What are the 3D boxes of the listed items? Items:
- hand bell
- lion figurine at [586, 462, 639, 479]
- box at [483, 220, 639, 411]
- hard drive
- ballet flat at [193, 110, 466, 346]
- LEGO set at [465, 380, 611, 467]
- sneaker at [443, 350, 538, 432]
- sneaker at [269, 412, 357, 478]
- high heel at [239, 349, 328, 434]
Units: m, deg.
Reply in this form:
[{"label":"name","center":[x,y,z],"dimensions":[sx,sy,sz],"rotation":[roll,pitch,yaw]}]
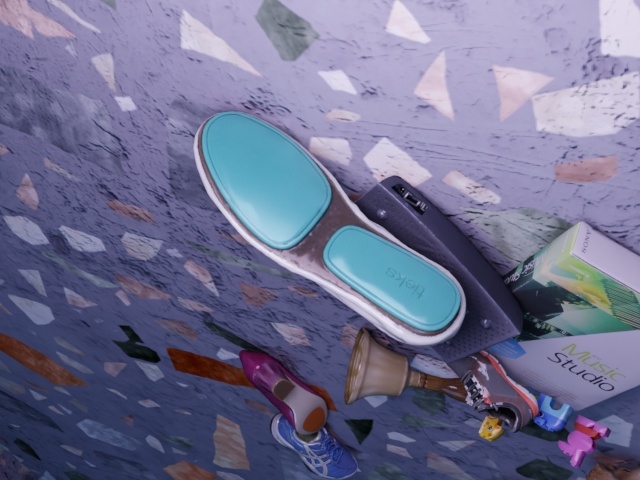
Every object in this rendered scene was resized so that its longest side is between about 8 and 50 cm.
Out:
[{"label":"hand bell","center":[0.169,0.227,1.449],"dimensions":[0.242,0.126,0.126],"rotation":[14,148,-4]},{"label":"lion figurine","center":[0.564,0.549,1.517],"dimensions":[0.392,0.142,0.240],"rotation":[62,174,-35]},{"label":"box","center":[0.337,0.113,1.188],"dimensions":[0.232,0.058,0.322],"rotation":[29,148,-7]},{"label":"hard drive","center":[0.133,0.037,1.167],"dimensions":[0.254,0.054,0.172],"rotation":[46,145,-4]},{"label":"ballet flat","center":[0.000,0.000,1.120],"dimensions":[0.400,0.139,0.139],"rotation":[38,150,11]},{"label":"LEGO set","center":[0.290,0.264,1.331],"dimensions":[0.227,0.093,0.087],"rotation":[21,169,40]},{"label":"sneaker","center":[0.228,0.205,1.264],"dimensions":[0.158,0.065,0.061],"rotation":[37,143,15]},{"label":"sneaker","center":[-0.005,0.422,1.851],"dimensions":[0.211,0.080,0.081],"rotation":[35,150,-19]},{"label":"high heel","center":[-0.070,0.288,1.727],"dimensions":[0.117,0.082,0.244],"rotation":[37,174,39]}]
